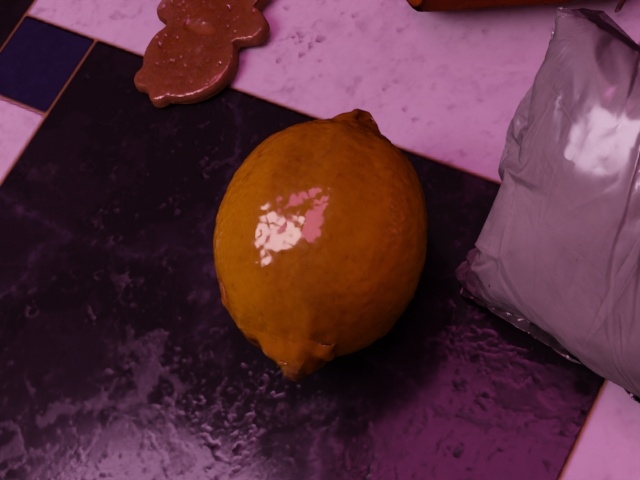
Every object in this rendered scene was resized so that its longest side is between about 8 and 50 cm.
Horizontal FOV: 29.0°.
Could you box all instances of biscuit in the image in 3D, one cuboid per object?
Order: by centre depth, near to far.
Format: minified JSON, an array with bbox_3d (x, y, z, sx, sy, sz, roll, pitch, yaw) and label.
[{"bbox_3d":[-0.119,-0.221,1.320,0.133,0.027,0.184,6,67,16],"label":"biscuit"}]

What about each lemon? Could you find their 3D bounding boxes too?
[{"bbox_3d":[0.000,0.000,1.085,0.188,0.188,0.256,10,69,19],"label":"lemon"}]

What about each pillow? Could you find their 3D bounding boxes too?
[{"bbox_3d":[0.266,0.000,1.004,0.310,0.138,0.283,37,121,29],"label":"pillow"}]

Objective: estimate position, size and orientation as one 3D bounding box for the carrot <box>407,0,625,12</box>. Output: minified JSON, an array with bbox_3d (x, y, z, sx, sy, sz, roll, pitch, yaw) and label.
[{"bbox_3d":[0.208,-0.322,1.185,0.331,0.193,0.214,-3,22,9],"label":"carrot"}]
